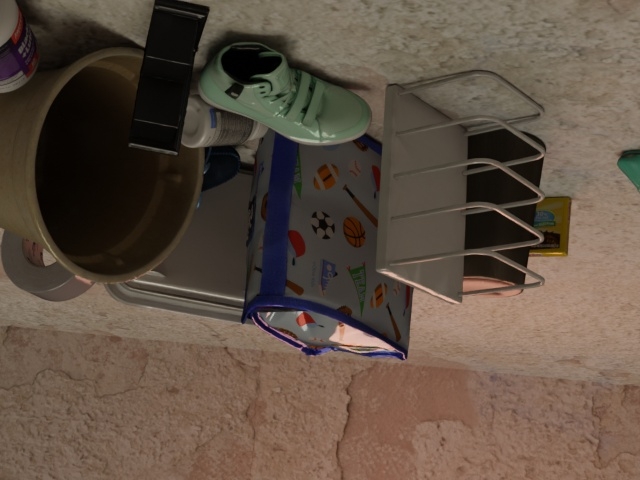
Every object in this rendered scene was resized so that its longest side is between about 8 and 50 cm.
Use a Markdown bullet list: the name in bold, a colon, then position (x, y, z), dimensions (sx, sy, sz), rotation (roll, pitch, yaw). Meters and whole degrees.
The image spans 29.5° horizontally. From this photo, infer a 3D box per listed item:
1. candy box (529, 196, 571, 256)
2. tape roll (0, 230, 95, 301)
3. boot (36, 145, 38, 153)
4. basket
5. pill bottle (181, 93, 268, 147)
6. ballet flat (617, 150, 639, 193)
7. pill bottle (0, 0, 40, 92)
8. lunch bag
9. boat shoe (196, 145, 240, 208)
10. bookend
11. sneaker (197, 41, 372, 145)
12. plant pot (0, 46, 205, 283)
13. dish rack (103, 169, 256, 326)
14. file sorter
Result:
- **candy box**: position (0.338, -0.022, 2.149), dimensions (0.206, 0.105, 0.027), rotation (-2, 158, 27)
- **tape roll**: position (-0.527, 0.008, 2.423), dimensions (0.219, 0.219, 0.072), rotation (0, 163, 23)
- **boot**: position (-0.601, -0.172, 2.088), dimensions (0.161, 0.083, 0.246), rotation (5, 164, 30)
- **basket**: position (0.264, -0.035, 1.909), dimensions (0.154, 0.227, 0.204), rotation (10, 164, -10)
- **pill bottle**: position (-0.144, -0.178, 1.793), dimensions (0.078, 0.078, 0.137), rotation (-8, -179, 43)
- **ballet flat**: position (0.569, -0.069, 1.913), dimensions (0.247, 0.087, 0.083), rotation (16, 162, -28)
- **pill bottle**: position (-0.438, -0.276, 1.580), dimensions (0.108, 0.108, 0.193), rotation (6, 165, 2)
- **lunch bag**: position (0.000, 0.000, 1.976), dimensions (0.239, 0.328, 0.385), rotation (-2, 163, 23)
- **boat shoe**: position (-0.239, -0.090, 1.995), dimensions (0.258, 0.109, 0.089), rotation (-22, -145, -25)
- **bookend**: position (-0.203, -0.214, 1.610), dimensions (0.072, 0.156, 0.157), rotation (10, 163, -10)
- **sneaker**: position (-0.037, -0.201, 1.682), dimensions (0.256, 0.094, 0.151), rotation (13, 170, -12)
- **plant pot**: position (-0.395, -0.122, 1.801), dimensions (0.305, 0.334, 0.334), rotation (9, 169, 38)
- **dish rack**: position (-0.193, -0.012, 2.093), dimensions (0.333, 0.285, 0.072), rotation (12, 158, -18)
- **file sorter**: position (0.209, -0.075, 1.715), dimensions (0.173, 0.278, 0.193), rotation (-11, 157, 37)
